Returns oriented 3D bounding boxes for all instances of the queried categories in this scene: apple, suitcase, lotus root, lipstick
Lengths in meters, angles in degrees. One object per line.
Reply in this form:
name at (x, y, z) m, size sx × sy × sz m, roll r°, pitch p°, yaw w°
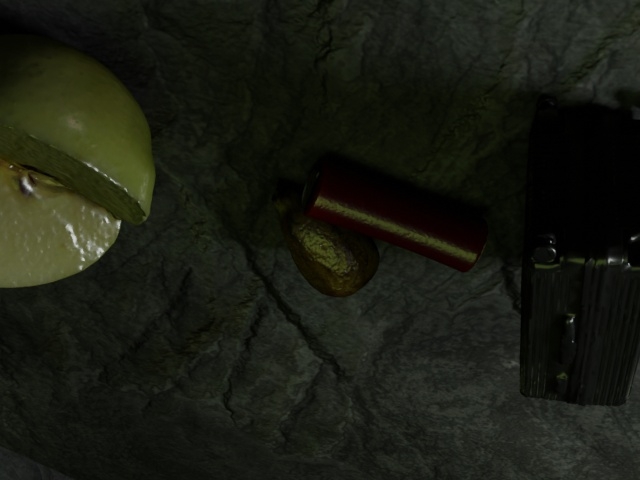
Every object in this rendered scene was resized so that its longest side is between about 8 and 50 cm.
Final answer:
apple at (-0.337, -0.104, 1.221) m, size 0.257 × 0.234 × 0.295 m, roll 16°, pitch 136°, yaw -32°
suitcase at (0.315, 0.026, 1.235) m, size 0.152 × 0.230 × 0.335 m, roll 3°, pitch 143°, yaw 11°
lotus root at (0.000, 0.000, 1.399) m, size 0.108 × 0.094 × 0.190 m, roll -32°, pitch 125°, yaw 19°
lipstick at (0.096, -0.031, 1.342) m, size 0.241 × 0.080 × 0.080 m, roll 19°, pitch 143°, yaw -12°
